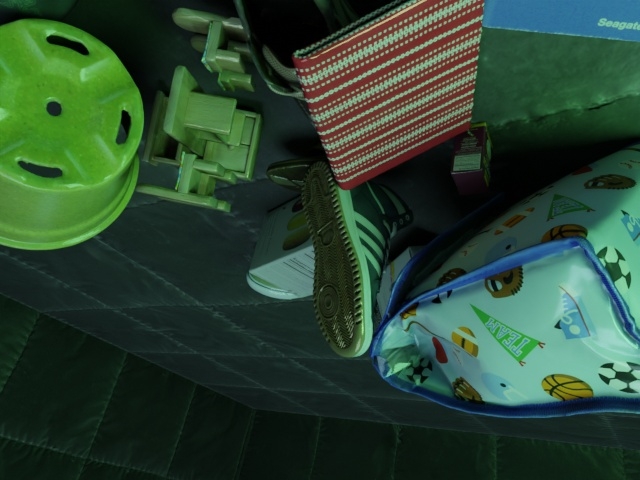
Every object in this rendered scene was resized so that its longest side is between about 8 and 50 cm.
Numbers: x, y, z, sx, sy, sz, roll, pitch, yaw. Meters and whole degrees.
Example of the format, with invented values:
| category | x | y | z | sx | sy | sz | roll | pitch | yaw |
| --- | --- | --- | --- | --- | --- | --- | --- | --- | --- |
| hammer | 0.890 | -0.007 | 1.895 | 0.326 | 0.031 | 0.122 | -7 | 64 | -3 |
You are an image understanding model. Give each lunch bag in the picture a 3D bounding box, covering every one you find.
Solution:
| category | x | y | z | sx | sy | sz | roll | pitch | yaw |
| --- | --- | --- | --- | --- | --- | --- | --- | --- | --- |
| lunch bag | 0.276 | 0.060 | 0.700 | 0.239 | 0.327 | 0.385 | 58 | 143 | 0 |

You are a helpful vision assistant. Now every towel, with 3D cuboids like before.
| category | x | y | z | sx | sy | sz | roll | pitch | yaw |
| --- | --- | --- | --- | --- | --- | --- | --- | --- | --- |
| towel | 0.086 | -0.161 | 0.580 | 0.198 | 0.031 | 0.275 | -27 | 157 | 1 |

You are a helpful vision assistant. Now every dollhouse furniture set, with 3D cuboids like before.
| category | x | y | z | sx | sy | sz | roll | pitch | yaw |
| --- | --- | --- | --- | --- | --- | --- | --- | --- | --- |
| dollhouse furniture set | -0.177 | -0.155 | 0.676 | 0.160 | 0.212 | 0.242 | 11 | 179 | 1 |

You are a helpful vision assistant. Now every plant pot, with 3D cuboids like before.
| category | x | y | z | sx | sy | sz | roll | pitch | yaw |
| --- | --- | --- | --- | --- | --- | --- | --- | --- | --- |
| plant pot | -0.336 | -0.132 | 0.627 | 0.276 | 0.276 | 0.253 | 29 | 161 | -27 |

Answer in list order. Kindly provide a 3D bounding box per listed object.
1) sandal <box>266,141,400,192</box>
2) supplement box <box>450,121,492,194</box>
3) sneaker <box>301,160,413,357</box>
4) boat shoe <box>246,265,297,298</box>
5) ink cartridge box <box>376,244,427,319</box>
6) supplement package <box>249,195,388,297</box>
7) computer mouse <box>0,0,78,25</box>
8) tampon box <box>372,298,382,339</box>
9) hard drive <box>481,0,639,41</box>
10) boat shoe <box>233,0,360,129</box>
| category | x | y | z | sx | sy | sz | roll | pitch | yaw |
| --- | --- | --- | --- | --- | --- | --- | --- | --- | --- |
| sandal | 0.023 | -0.128 | 0.799 | 0.219 | 0.060 | 0.090 | -15 | 149 | 20 |
| supplement box | 0.209 | -0.112 | 0.706 | 0.043 | 0.083 | 0.055 | -3 | 149 | 28 |
| sneaker | 0.067 | 0.025 | 0.737 | 0.153 | 0.282 | 0.099 | 11 | 150 | -38 |
| boat shoe | -0.015 | 0.064 | 1.135 | 0.302 | 0.109 | 0.094 | 1 | 138 | 2 |
| ink cartridge box | 0.204 | 0.097 | 1.010 | 0.128 | 0.128 | 0.176 | -4 | 158 | -21 |
| supplement package | 0.000 | 0.000 | 0.949 | 0.133 | 0.139 | 0.244 | 30 | 147 | -29 |
| computer mouse | -0.370 | -0.274 | 0.590 | 0.272 | 0.072 | 0.188 | 3 | 172 | 39 |
| tampon box | 0.185 | 0.172 | 1.176 | 0.120 | 0.102 | 0.161 | -13 | 157 | -17 |
| hard drive | 0.256 | -0.299 | 0.388 | 0.210 | 0.040 | 0.319 | 9 | 152 | 9 |
| boat shoe | -0.026 | -0.218 | 0.568 | 0.132 | 0.130 | 0.355 | 0 | 149 | 24 |
